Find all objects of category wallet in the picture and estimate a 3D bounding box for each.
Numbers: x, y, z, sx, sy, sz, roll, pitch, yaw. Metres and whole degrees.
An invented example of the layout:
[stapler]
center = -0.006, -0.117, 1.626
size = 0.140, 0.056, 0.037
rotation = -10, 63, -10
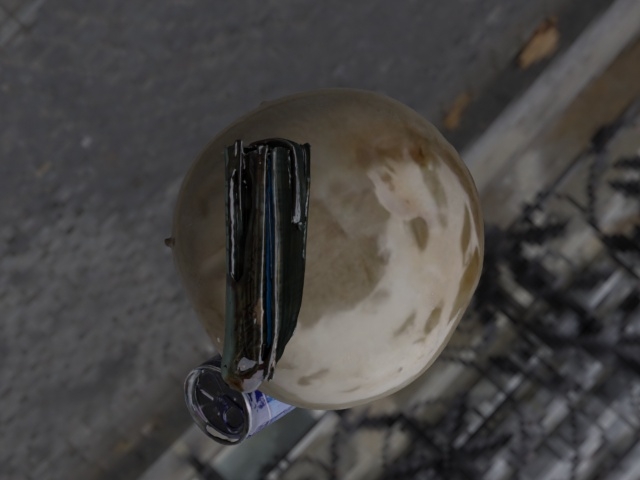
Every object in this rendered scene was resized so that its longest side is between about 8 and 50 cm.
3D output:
[wallet]
center = -0.035, 0.009, 1.306
size = 0.317, 0.044, 0.169
rotation = -32, 126, -85

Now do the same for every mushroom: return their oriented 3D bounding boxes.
[mushroom]
center = 0.000, 0.000, 1.659
size = 0.292, 0.292, 0.290
rotation = -45, -168, -7

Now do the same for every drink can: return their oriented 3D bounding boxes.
[drink can]
center = -0.035, 0.131, 1.947
size = 0.235, 0.097, 0.097
rotation = -30, 153, -43
